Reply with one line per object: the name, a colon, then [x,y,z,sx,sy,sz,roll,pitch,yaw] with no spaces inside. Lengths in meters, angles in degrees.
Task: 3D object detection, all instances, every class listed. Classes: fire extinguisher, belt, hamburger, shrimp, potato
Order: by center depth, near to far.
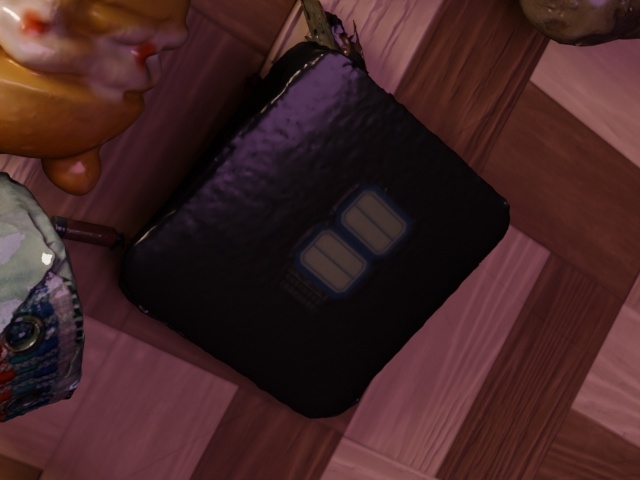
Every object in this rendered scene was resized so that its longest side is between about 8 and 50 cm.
hamburger: [-0.265,-0.178,0.973,0.276,0.276,0.236,15,107,-33]
belt: [-0.304,0.059,1.008,0.150,0.207,0.257,-20,153,-27]
fire extinguisher: [-0.237,-0.006,1.160,0.083,0.022,0.028,12,134,-33]
shrimp: [-0.022,-0.140,1.240,0.173,0.058,0.253,-22,115,-16]
potato: [0.350,-0.319,1.359,0.262,0.165,0.164,-10,107,-32]

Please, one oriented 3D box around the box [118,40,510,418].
box: [0.000,0.000,1.229,0.359,0.091,0.350,38,97,-32]
